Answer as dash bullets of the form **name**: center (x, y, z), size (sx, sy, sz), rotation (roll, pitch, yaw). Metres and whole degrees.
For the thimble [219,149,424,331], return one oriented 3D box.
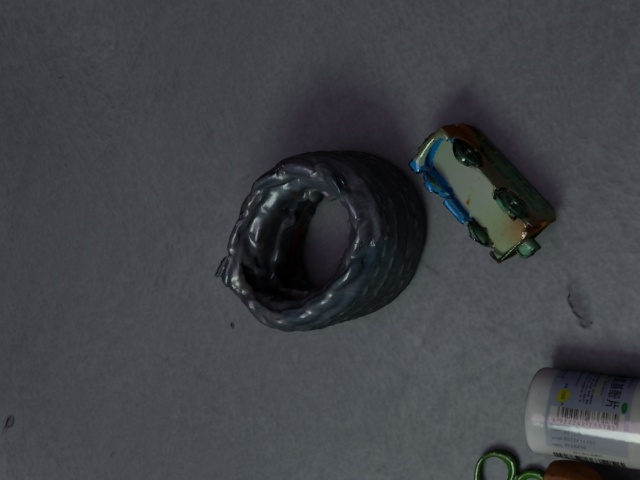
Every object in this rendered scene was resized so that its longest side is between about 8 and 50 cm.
- **thimble**: center (0.000, 0.000, 1.458), size (0.236, 0.172, 0.205), rotation (-39, 75, 28)

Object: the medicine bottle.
- **medicine bottle**: center (0.334, 0.204, 1.343), size (0.186, 0.103, 0.103), rotation (4, 98, 28)

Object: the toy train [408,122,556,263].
- **toy train**: center (0.192, -0.054, 1.391), size (0.188, 0.099, 0.072), rotation (49, 117, 13)

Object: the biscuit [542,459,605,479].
- **biscuit**: center (0.336, 0.400, 1.359), size (0.284, 0.043, 0.306), rotation (43, 133, 20)

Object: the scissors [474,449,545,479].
- **scissors**: center (0.211, 0.362, 1.469), size (0.101, 0.027, 0.204), rotation (29, 107, 23)
